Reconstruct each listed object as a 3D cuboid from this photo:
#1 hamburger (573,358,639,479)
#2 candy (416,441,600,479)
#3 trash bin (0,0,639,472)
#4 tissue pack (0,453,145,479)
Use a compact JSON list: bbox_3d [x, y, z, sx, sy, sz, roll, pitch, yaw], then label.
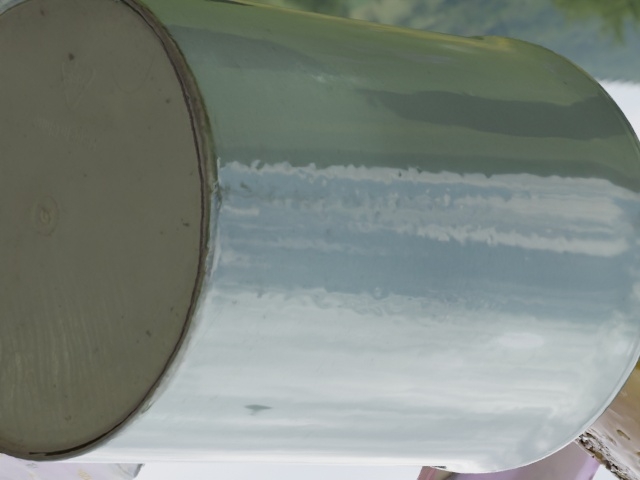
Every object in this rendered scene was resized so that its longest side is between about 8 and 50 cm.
[{"bbox_3d":[0.254,0.090,1.328,0.174,0.304,0.284,-48,180,-4],"label":"hamburger"},{"bbox_3d":[0.210,0.222,1.919,0.265,0.155,0.116,-61,-169,-13],"label":"candy"},{"bbox_3d":[0.000,0.000,1.056,0.280,0.280,0.432,-19,165,38],"label":"trash bin"},{"bbox_3d":[-0.252,0.093,1.343,0.185,0.225,0.124,-6,-125,24],"label":"tissue pack"}]
